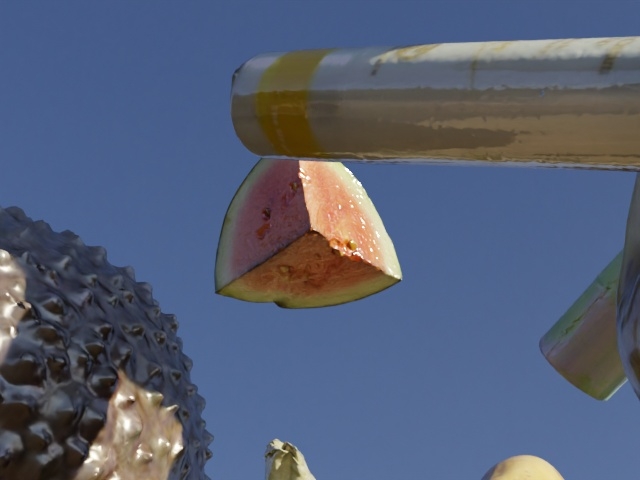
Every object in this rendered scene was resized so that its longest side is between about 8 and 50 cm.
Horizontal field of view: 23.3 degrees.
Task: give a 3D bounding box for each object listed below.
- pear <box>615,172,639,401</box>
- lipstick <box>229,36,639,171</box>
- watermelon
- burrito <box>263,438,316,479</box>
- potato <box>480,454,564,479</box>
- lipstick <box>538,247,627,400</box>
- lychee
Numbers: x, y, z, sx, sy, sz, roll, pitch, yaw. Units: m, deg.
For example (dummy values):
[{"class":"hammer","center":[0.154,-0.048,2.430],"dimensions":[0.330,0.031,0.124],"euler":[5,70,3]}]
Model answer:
[{"class":"pear","center":[0.285,0.026,0.780],"dimensions":[0.283,0.284,0.284],"euler":[4,-41,4]},{"class":"lipstick","center":[0.065,-0.062,0.710],"dimensions":[0.264,0.059,0.059],"euler":[6,-33,45]},{"class":"watermelon","center":[-0.004,-0.002,1.617],"dimensions":[0.145,0.193,0.137],"euler":[26,0,-37]},{"class":"burrito","center":[-0.028,0.358,1.726],"dimensions":[0.059,0.275,0.082],"euler":[-4,-1,-6]},{"class":"potato","center":[0.181,0.262,1.397],"dimensions":[0.118,0.178,0.109],"euler":[39,-65,2]},{"class":"lipstick","center":[0.287,-0.010,1.140],"dimensions":[0.076,0.076,0.304],"euler":[32,-73,-25]},{"class":"lychee","center":[-0.200,0.104,0.849],"dimensions":[0.300,0.300,0.300],"euler":[4,-41,4]}]
